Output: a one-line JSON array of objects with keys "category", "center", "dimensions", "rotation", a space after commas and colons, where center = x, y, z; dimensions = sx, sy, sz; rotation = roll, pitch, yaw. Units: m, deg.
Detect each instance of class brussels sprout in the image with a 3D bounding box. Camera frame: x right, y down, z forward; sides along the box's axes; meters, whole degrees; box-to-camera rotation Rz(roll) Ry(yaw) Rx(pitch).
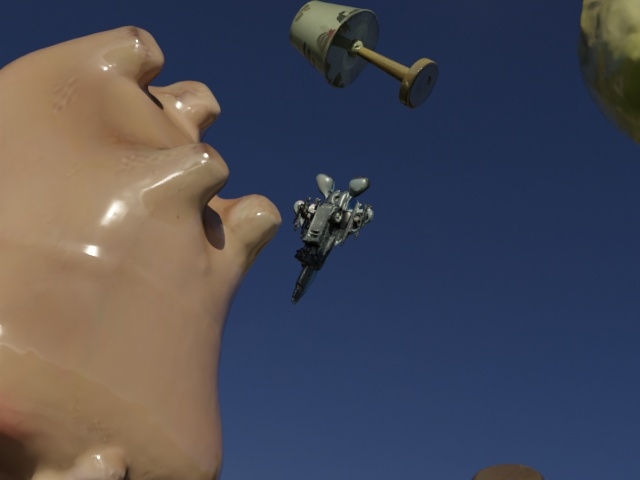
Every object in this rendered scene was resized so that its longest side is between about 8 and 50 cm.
[{"category": "brussels sprout", "center": [0.421, -0.226, 1.126], "dimensions": [0.243, 0.273, 0.316], "rotation": [14, -26, 49]}]

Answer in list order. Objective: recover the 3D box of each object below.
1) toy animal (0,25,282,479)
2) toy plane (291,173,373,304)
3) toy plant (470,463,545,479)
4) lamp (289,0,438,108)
[{"category": "toy animal", "center": [-0.157, 0.027, 0.619], "dimensions": [0.269, 0.326, 0.237], "rotation": [-38, -48, 15]}, {"category": "toy plane", "center": [-0.004, -0.004, 1.755], "dimensions": [0.169, 0.246, 0.078], "rotation": [9, -31, 37]}, {"category": "toy plant", "center": [0.167, 0.304, 0.904], "dimensions": [0.105, 0.143, 0.200], "rotation": [1, -80, 33]}, {"category": "lamp", "center": [0.059, -0.263, 1.450], "dimensions": [0.215, 0.121, 0.121], "rotation": [35, -32, 26]}]
